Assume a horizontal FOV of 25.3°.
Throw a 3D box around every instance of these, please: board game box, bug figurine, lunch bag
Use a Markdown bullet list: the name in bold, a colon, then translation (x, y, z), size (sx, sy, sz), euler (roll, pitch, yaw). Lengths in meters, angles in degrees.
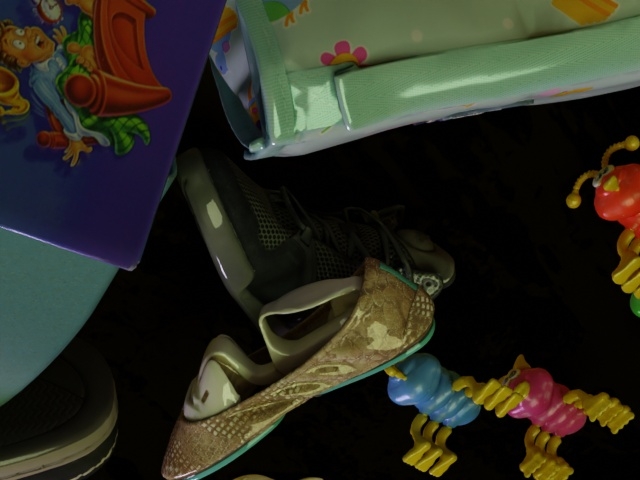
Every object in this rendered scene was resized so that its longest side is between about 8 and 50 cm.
- **board game box**: translation (-0.087, -0.177, 0.526), size (0.078, 0.233, 0.347), euler (20, 86, -28)
- **bug figurine**: translation (0.178, 0.064, 1.008), size (0.279, 0.072, 0.216), euler (-43, 134, 12)
- **lunch bag**: translation (0.048, -0.136, 0.682), size (0.223, 0.262, 0.160), euler (-11, 130, -10)

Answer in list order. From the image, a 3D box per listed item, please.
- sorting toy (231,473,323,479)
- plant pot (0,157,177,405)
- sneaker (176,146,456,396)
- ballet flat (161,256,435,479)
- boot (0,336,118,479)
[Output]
- **sorting toy**: translation (-0.030, 0.213, 1.091), size (0.075, 0.045, 0.083), euler (-20, 134, -27)
- **plant pot**: translation (-0.204, -0.020, 0.770), size (0.165, 0.166, 0.234), euler (11, 131, -25)
- **sneaker**: translation (0.000, 0.000, 0.895), size (0.130, 0.087, 0.227), euler (-31, 133, 6)
- **ballet flat**: translation (-0.029, 0.073, 0.862), size (0.206, 0.073, 0.067), euler (-34, 111, 15)
- **boot**: translation (-0.287, 0.211, 0.937), size (0.377, 0.138, 0.284), euler (-15, 130, 0)
